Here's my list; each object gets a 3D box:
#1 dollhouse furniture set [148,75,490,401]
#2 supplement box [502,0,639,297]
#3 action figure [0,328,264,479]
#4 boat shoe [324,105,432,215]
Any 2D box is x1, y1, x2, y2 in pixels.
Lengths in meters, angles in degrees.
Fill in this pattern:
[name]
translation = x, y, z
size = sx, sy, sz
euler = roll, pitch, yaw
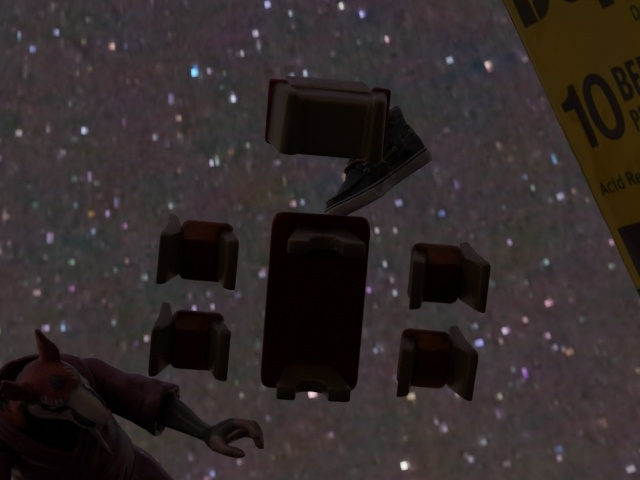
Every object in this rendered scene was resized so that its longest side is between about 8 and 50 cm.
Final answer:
[dollhouse furniture set]
translation = 0.000, 0.000, 1.162
size = 0.262, 0.135, 0.259
euler = 5, -79, -5
[supplement box]
translation = 0.189, -0.166, 0.580
size = 0.195, 0.357, 0.194
euler = -26, 1, -25
[action figure]
translation = -0.203, 0.184, 1.214
size = 0.248, 0.276, 0.370
euler = -26, -42, -16
[boat shoe]
translation = 0.052, -0.091, 1.675
size = 0.065, 0.183, 0.083
euler = -27, -83, 50
